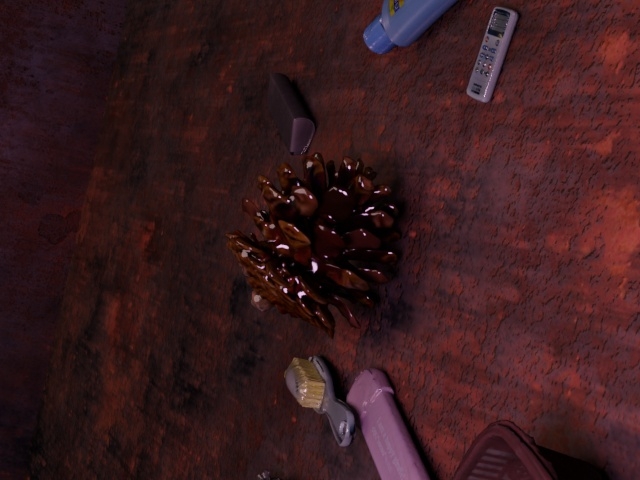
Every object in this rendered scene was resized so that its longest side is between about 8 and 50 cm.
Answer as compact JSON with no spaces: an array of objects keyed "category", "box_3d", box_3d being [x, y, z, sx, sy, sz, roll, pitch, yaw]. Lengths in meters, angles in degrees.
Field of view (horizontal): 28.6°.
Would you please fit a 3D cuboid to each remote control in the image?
[{"category":"remote control","box_3d":[0.223,-0.241,1.625,0.053,0.018,0.124,44,119,62]}]

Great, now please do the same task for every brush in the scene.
[{"category":"brush","box_3d":[-0.008,0.223,1.801,0.297,0.060,0.068,-137,58,-74]}]

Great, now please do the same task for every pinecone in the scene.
[{"category":"pinecone","box_3d":[-0.007,-0.008,1.755,0.264,0.264,0.264,-40,43,54]}]

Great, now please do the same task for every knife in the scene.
[{"category":"knife","box_3d":[0.104,0.284,1.600,0.132,0.038,0.398,-59,27,18]}]

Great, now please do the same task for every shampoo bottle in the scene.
[{"category":"shampoo bottle","box_3d":[0.143,-0.348,1.801,0.258,0.061,0.104,-39,44,55]}]

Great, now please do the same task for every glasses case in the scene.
[{"category":"glasses case","box_3d":[-0.056,-0.223,2.199,0.190,0.042,0.072,-116,37,-54]}]

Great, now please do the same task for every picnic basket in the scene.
[{"category":"picnic basket","box_3d":[0.205,0.342,1.252,0.297,0.129,0.222,-66,28,26]}]

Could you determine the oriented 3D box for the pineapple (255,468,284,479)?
[{"category":"pineapple","box_3d":[-0.066,0.396,1.859,0.197,0.108,0.108,-142,66,-70]}]
